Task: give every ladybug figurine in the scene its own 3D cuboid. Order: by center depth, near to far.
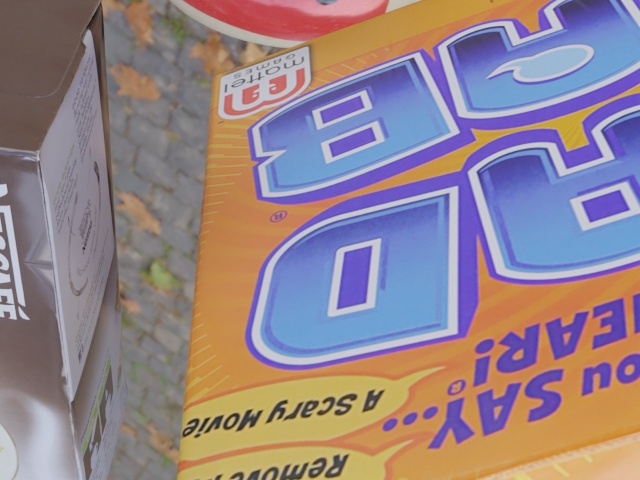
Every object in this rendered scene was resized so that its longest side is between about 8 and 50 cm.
[{"bbox_3d":[-0.034,-0.417,1.496,0.449,0.305,0.162,-1,-175,-9],"label":"ladybug figurine"}]

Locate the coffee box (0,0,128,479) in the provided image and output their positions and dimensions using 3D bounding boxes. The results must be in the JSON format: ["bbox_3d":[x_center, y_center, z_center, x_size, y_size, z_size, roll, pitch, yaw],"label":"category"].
[{"bbox_3d":[-0.162,0.016,0.472,0.141,0.098,0.246,8,135,0],"label":"coffee box"}]

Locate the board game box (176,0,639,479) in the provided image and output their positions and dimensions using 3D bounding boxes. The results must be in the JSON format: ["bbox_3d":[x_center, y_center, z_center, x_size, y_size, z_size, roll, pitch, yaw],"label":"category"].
[{"bbox_3d":[0.170,0.085,0.544,0.356,0.356,0.356,-18,122,9],"label":"board game box"}]
